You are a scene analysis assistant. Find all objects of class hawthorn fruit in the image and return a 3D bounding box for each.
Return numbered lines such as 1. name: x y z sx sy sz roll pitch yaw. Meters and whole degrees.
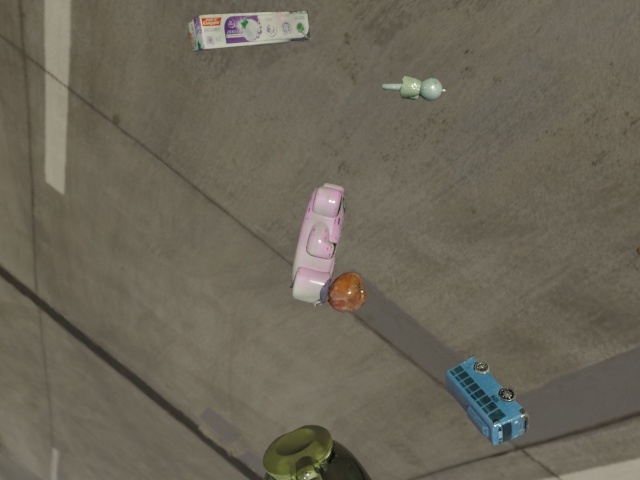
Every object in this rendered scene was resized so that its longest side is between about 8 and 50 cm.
1. hawthorn fruit: 0.030 0.096 0.821 0.103 0.066 0.066 -23 112 21

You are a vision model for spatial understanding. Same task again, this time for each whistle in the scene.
1. whistle: 0.146 -0.237 0.735 0.100 0.035 0.035 13 132 25

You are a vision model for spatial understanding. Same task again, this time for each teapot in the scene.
1. teapot: -0.022 0.509 0.896 0.240 0.321 0.239 -18 100 15

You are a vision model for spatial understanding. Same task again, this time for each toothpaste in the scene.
1. toothpaste: -0.101 -0.319 0.714 0.040 0.197 0.047 20 124 47

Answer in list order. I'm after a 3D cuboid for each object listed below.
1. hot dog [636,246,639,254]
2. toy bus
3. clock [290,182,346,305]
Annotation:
1. hot dog: 1.093 0.065 1.515 0.141 0.060 0.089 14 109 10
2. toy bus: 0.476 0.465 1.365 0.234 0.134 0.116 52 162 52
3. clock: 0.000 0.000 1.044 0.090 0.227 0.247 13 101 2
